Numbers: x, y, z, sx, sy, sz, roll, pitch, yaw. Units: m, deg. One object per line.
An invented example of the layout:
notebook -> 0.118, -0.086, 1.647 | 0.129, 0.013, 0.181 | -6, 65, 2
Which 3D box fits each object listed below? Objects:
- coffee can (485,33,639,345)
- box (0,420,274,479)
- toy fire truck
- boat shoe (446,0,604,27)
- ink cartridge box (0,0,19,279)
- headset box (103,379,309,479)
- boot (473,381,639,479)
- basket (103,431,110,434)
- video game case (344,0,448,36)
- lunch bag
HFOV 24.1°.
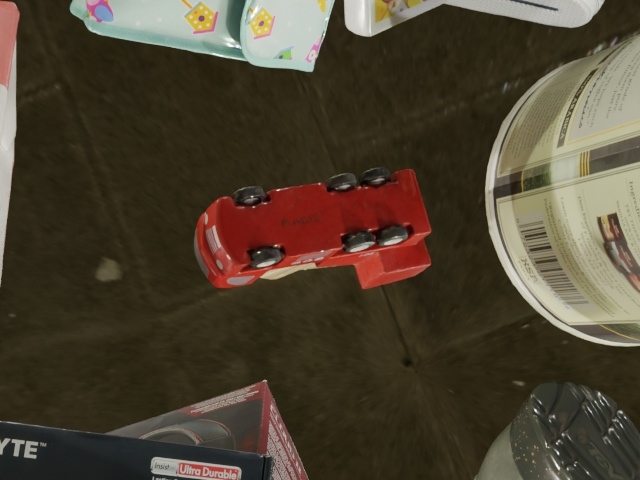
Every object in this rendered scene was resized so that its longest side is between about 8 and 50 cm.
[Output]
coffee can -> 0.238, -0.038, 0.884 | 0.201, 0.275, 0.201 | 1, 86, -15
box -> -0.145, 0.195, 0.844 | 0.220, 0.051, 0.175 | 9, 72, -7
toy fire truck -> 0.000, 0.000, 0.953 | 0.192, 0.135, 0.047 | -10, 76, -27
boat shoe -> 0.083, -0.276, 1.260 | 0.335, 0.121, 0.119 | 17, 74, -2
ink cartridge box -> -0.193, -0.026, 0.442 | 0.198, 0.115, 0.067 | 4, 123, -9
headset box -> -0.125, 0.228, 1.097 | 0.218, 0.293, 0.110 | -19, 110, 8
boot -> 0.126, 0.203, 0.711 | 0.083, 0.161, 0.246 | 2, 48, -34
basket -> -0.136, 0.288, 1.367 | 0.154, 0.204, 0.227 | -26, 72, 38
video game case -> 0.089, -0.267, 0.954 | 0.026, 0.206, 0.227 | 25, 130, 38
lunch bag -> -0.095, -0.294, 1.492 | 0.262, 0.160, 0.223 | 11, 103, -19
